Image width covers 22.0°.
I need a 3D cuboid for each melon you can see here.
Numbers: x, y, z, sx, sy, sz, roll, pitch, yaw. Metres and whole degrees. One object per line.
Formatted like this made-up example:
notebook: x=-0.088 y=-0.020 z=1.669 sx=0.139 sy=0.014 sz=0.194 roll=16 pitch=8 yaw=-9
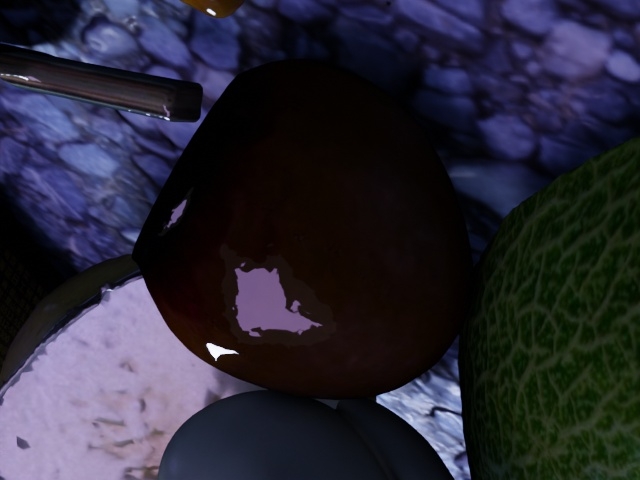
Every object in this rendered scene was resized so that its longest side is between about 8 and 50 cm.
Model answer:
melon: x=0.183 y=0.125 z=0.814 sx=0.331 sy=0.226 sz=0.343 roll=57 pitch=145 yaw=4

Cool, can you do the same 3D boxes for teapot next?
teapot: x=0.028 y=0.214 z=0.884 sx=0.220 sy=0.149 sz=0.318 roll=51 pitch=165 yaw=52

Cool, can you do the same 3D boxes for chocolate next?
chocolate: x=0.000 y=0.000 z=0.825 sx=0.176 sy=0.177 sz=0.177 roll=22 pitch=151 yaw=13

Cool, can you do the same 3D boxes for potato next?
potato: x=-0.073 y=0.107 z=1.042 sx=0.246 sy=0.196 sz=0.300 roll=5 pitch=118 yaw=3

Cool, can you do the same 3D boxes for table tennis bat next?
table tennis bat: x=-0.186 y=-0.098 z=0.882 sx=0.274 sy=0.021 sz=0.154 roll=14 pitch=-170 yaw=24

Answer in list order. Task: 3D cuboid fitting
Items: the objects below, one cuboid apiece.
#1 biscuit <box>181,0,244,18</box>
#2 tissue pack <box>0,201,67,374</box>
biscuit: x=-0.111 y=-0.194 z=0.719 sx=0.164 sy=0.047 sz=0.208 roll=23 pitch=152 yaw=18
tissue pack: x=-0.255 y=0.126 z=1.213 sx=0.198 sy=0.210 sz=0.370 roll=0 pitch=139 yaw=34
